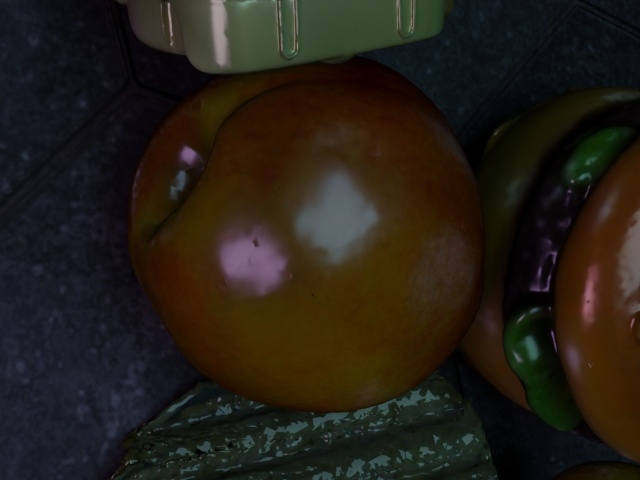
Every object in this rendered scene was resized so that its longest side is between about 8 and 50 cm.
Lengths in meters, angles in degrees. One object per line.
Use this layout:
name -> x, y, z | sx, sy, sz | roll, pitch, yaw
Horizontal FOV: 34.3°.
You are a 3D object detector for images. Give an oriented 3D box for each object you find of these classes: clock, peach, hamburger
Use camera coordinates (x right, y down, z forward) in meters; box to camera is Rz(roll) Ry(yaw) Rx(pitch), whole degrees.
clock -> -0.062, -0.221, 0.869 | 0.235, 0.308, 0.096 | -17, 119, -29
peach -> 0.000, 0.000, 0.898 | 0.332, 0.308, 0.308 | 33, 73, -30
hamburger -> 0.337, 0.045, 1.061 | 0.395, 0.277, 0.396 | -8, 106, -30

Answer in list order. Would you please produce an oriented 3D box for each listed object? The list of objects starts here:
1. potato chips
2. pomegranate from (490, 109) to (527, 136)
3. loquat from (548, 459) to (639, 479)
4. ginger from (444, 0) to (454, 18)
potato chips -> 0.006, 0.278, 0.957 | 0.429, 0.070, 0.358 | -9, 67, -29
pomegranate -> 0.228, -0.105, 1.160 | 0.084, 0.073, 0.073 | 19, 79, -49
loquat -> 0.287, 0.308, 1.024 | 0.213, 0.246, 0.213 | 0, 121, 1
ginger -> 0.095, -0.318, 1.093 | 0.176, 0.052, 0.193 | -33, 106, -32
